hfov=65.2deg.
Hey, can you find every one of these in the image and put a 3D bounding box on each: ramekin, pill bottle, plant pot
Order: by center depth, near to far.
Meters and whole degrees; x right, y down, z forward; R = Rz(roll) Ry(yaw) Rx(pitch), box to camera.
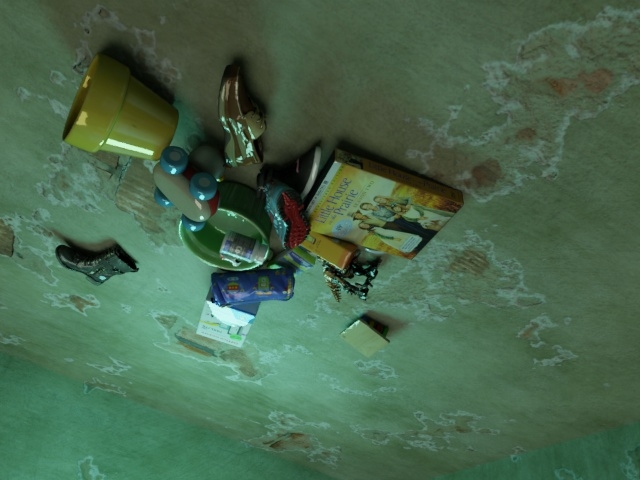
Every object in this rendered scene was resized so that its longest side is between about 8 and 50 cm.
[{"bbox_3d":[-0.529,-0.336,1.357,0.239,0.253,0.254,21,140,-34],"label":"plant pot"},{"bbox_3d":[-0.238,0.024,1.563,0.137,0.078,0.078,20,138,-8],"label":"pill bottle"},{"bbox_3d":[-0.304,-0.051,1.668,0.304,0.148,0.303,7,138,6],"label":"ramekin"}]

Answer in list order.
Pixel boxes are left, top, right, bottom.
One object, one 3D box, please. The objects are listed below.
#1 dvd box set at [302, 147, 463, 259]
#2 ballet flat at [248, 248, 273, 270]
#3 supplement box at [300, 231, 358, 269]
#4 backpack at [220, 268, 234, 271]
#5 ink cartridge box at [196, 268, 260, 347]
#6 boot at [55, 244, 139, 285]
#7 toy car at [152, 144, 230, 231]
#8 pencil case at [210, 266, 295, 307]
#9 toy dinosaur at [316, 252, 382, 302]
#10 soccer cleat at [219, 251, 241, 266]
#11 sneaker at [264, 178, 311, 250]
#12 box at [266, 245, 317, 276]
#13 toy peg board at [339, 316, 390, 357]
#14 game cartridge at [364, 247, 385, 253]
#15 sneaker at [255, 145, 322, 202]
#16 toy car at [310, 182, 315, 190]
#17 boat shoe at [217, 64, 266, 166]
[{"bbox_3d":[0.172,-0.095,1.530,0.421,0.062,0.307,17,138,-17],"label":"dvd box set"},{"bbox_3d":[-0.238,0.084,1.872,0.057,0.052,0.168,32,135,-21],"label":"ballet flat"},{"bbox_3d":[0.000,0.000,1.636,0.234,0.080,0.078,30,116,11],"label":"supplement box"},{"bbox_3d":[-0.314,0.066,1.832,0.120,0.101,0.098,4,175,2],"label":"backpack"},{"bbox_3d":[-0.352,0.256,1.979,0.198,0.197,0.270,19,138,-7],"label":"ink cartridge box"},{"bbox_3d":[-0.888,0.070,2.002,0.229,0.091,0.263,-23,132,26],"label":"boot"},{"bbox_3d":[-0.335,-0.190,1.452,0.210,0.238,0.219,42,146,3],"label":"toy car"},{"bbox_3d":[-0.242,0.168,1.785,0.307,0.133,0.119,-4,159,-8],"label":"pencil case"},{"bbox_3d":[0.088,0.105,1.783,0.219,0.164,0.322,20,158,13],"label":"toy dinosaur"},{"bbox_3d":[-0.297,0.057,1.653,0.036,0.029,0.083,-30,127,26],"label":"soccer cleat"},{"bbox_3d":[-0.104,-0.083,1.491,0.104,0.125,0.261,-30,143,-20],"label":"sneaker"},{"bbox_3d":[-0.101,0.078,1.841,0.109,0.042,0.178,35,134,-24],"label":"box"},{"bbox_3d":[0.193,0.389,2.102,0.161,0.079,0.161,38,134,-5],"label":"toy peg board"},{"bbox_3d":[0.193,0.019,1.695,0.084,0.055,0.017,6,138,7],"label":"game cartridge"},{"bbox_3d":[-0.107,-0.190,1.498,0.147,0.104,0.295,20,142,-16],"label":"sneaker"},{"bbox_3d":[-0.021,-0.143,1.598,0.041,0.060,0.122,-25,165,-22],"label":"toy car"},{"bbox_3d":[-0.206,-0.331,1.373,0.120,0.122,0.324,5,146,0],"label":"boat shoe"}]
